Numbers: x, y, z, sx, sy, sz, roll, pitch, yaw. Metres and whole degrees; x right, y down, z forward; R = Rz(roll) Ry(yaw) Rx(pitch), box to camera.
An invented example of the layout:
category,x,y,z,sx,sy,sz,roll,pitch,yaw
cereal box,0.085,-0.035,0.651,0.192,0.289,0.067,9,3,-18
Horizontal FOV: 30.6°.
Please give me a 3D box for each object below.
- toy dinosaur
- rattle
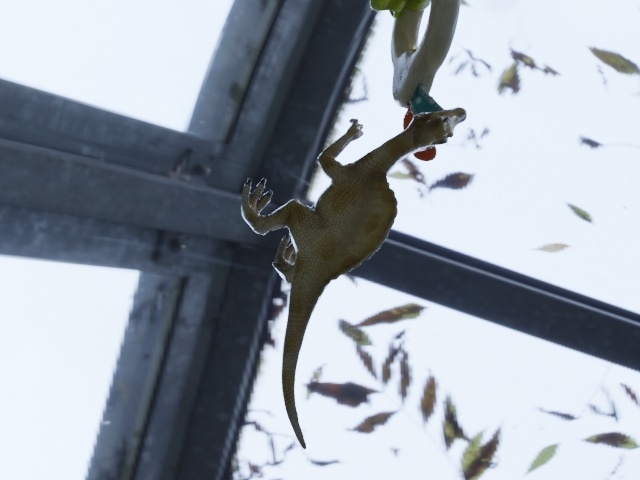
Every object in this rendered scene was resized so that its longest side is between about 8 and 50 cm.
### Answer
category,x,y,z,sx,sy,sz,roll,pitch,yaw
toy dinosaur,0.000,0.000,0.573,0.092,0.053,0.183,19,-102,54
rattle,0.062,-0.190,1.139,0.130,0.142,0.200,7,-95,56
